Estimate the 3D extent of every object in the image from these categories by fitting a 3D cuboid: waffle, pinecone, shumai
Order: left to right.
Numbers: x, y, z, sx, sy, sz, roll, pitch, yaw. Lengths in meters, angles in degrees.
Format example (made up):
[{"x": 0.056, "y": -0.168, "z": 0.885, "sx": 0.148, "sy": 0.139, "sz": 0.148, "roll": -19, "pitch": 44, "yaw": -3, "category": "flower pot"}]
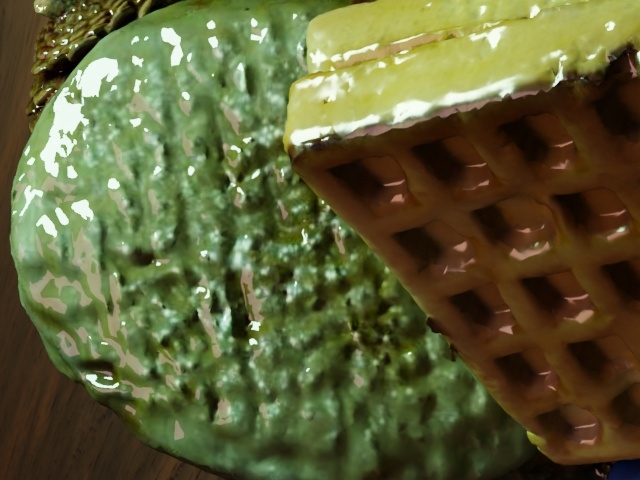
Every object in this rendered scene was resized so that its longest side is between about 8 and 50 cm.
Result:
[{"x": -0.161, "y": -0.125, "z": 1.470, "sx": 0.168, "sy": 0.185, "sz": 0.212, "roll": 11, "pitch": 136, "yaw": 31, "category": "pinecone"}, {"x": 0.000, "y": 0.000, "z": 1.198, "sx": 0.323, "sy": 0.397, "sz": 0.324, "roll": 179, "pitch": 95, "yaw": -89, "category": "shumai"}, {"x": 0.148, "y": -0.003, "z": 0.899, "sx": 0.224, "sy": 0.098, "sz": 0.328, "roll": -10, "pitch": 139, "yaw": 32, "category": "waffle"}]

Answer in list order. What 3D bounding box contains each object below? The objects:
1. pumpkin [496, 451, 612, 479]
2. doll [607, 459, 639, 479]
[{"x": 0.105, "y": 0.192, "z": 1.273, "sx": 0.278, "sy": 0.111, "sz": 0.163, "roll": 38, "pitch": 131, "yaw": 45, "category": "pumpkin"}, {"x": 0.217, "y": 0.200, "z": 1.143, "sx": 0.099, "sy": 0.057, "sz": 0.143, "roll": -6, "pitch": 101, "yaw": 37, "category": "doll"}]
